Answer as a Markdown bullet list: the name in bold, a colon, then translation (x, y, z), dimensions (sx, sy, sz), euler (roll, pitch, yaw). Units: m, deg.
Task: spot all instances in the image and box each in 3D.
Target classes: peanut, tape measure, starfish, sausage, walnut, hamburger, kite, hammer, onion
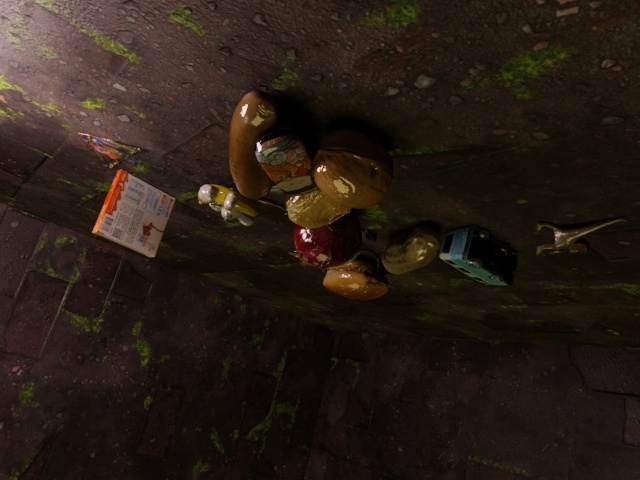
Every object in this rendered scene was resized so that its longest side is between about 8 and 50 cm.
- **peanut**: translation (0.336, 0.035, 1.814), dimensions (0.153, 0.140, 0.325), euler (56, 152, 7)
- **tape measure**: translation (0.137, 0.067, 2.128), dimensions (0.163, 0.084, 0.330), euler (-25, 152, 25)
- **starfish**: translation (-0.047, 0.100, 2.433), dimensions (0.227, 0.043, 0.240), euler (23, 157, -28)
- **sausage**: translation (-0.189, -0.254, 1.357), dimensions (0.136, 0.123, 0.501), euler (38, 159, 6)
- **walnut**: translation (0.085, -0.185, 1.266), dimensions (0.225, 0.193, 0.193), euler (33, 154, -34)
- **hamburger**: translation (0.170, 0.186, 2.328), dimensions (0.314, 0.170, 0.289), euler (-6, 160, 43)
- **hamburger**: translation (-0.008, -0.127, 1.547), dimensions (0.213, 0.108, 0.214), euler (-8, 146, -5)
- **kite**: translation (-0.760, -0.322, 1.762), dimensions (0.233, 0.016, 0.321), euler (27, 157, -35)
- **hammer**: translation (-0.198, -0.144, 1.856), dimensions (0.200, 0.021, 0.078), euler (21, 165, -19)
- **onion**: translation (0.027, -0.023, 1.721), dimensions (0.246, 0.247, 0.190), euler (15, 152, -2)

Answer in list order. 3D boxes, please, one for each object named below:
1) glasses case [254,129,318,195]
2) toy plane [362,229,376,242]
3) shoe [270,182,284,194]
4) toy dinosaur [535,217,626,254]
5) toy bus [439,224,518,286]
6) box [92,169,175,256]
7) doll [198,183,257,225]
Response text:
- **glasses case**: translation (-0.075, -0.197, 1.306), dimensions (0.122, 0.082, 0.321), euler (-20, 161, 8)
- **toy plane**: translation (0.164, -0.023, 1.926), dimensions (0.145, 0.037, 0.060), euler (15, 172, -16)
- **shoe**: translation (-0.140, -0.176, 1.622), dimensions (0.195, 0.079, 0.078), euler (-5, 136, 31)
- **toy dinosaur**: translation (0.762, -0.017, 1.488), dimensions (0.199, 0.072, 0.251), euler (0, 147, 9)
- **toy bus**: translation (0.555, 0.061, 1.733), dimensions (0.271, 0.133, 0.164), euler (28, 162, -30)
- **box**: translation (-0.741, -0.104, 1.981), dimensions (0.048, 0.274, 0.264), euler (-4, 153, 41)
- **doll**: translation (-0.349, -0.134, 1.852), dimensions (0.237, 0.111, 0.252), euler (19, 165, -11)
